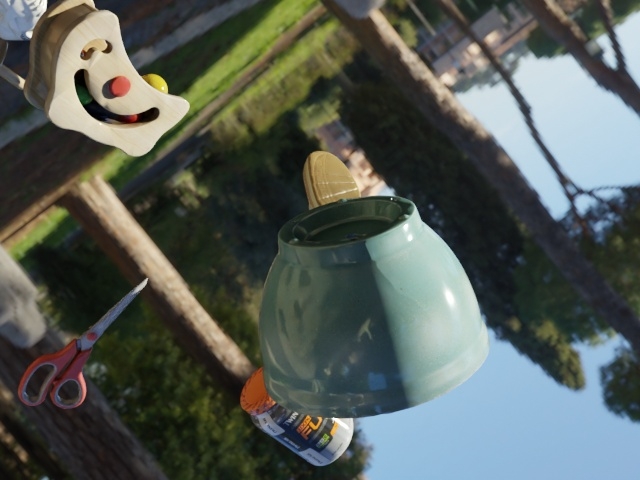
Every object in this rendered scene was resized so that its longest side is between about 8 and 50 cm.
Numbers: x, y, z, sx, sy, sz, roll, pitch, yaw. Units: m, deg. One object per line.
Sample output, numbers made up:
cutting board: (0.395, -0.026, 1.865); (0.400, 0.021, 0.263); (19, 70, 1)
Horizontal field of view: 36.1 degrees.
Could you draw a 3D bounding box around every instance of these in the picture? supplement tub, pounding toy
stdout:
supplement tub: (-0.042, 0.304, 1.720); (0.117, 0.190, 0.117); (-35, -147, 26)
pounding toy: (-0.308, -0.229, 1.254); (0.269, 0.155, 0.154); (22, 101, -48)

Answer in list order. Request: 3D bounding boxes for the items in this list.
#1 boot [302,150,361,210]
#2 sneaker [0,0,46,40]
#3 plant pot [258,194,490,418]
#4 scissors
boot: (0.000, 0.000, 1.687); (0.095, 0.262, 0.203); (-7, 156, -33)
sneaker: (-0.415, -0.347, 1.323); (0.235, 0.095, 0.090); (135, -34, -67)
plant pot: (0.051, 0.061, 1.226); (0.293, 0.196, 0.293); (-11, -161, 4)
scissors: (-0.383, 0.160, 1.561); (0.297, 0.109, 0.021); (-57, -154, 23)
